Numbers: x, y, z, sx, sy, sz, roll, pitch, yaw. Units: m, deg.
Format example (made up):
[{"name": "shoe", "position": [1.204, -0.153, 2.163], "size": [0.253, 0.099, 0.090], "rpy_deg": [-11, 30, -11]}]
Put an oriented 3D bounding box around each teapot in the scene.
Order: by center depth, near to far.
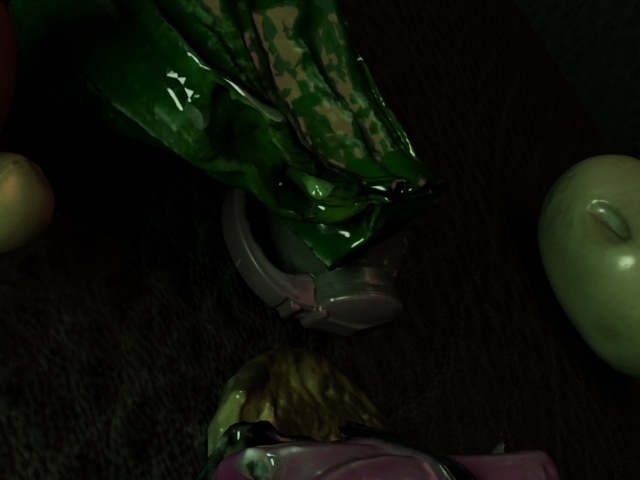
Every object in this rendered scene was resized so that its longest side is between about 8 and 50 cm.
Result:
[{"name": "teapot", "position": [0.009, -0.002, 0.757], "size": [0.148, 0.116, 0.146], "rpy_deg": [30, 47, -54]}]

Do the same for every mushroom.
[{"name": "mushroom", "position": [0.466, 0.008, 1.425], "size": [0.353, 0.353, 0.325], "rpy_deg": [45, -3, -29]}]

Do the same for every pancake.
[{"name": "pancake", "position": [0.023, 0.209, 0.637], "size": [0.288, 0.033, 0.286], "rpy_deg": [52, 27, -13]}]

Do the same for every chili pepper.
[{"name": "chili pepper", "position": [-0.086, -0.127, 0.638], "size": [0.385, 0.167, 0.213], "rpy_deg": [49, 40, -5]}]

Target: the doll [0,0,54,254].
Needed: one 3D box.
[{"name": "doll", "position": [-0.210, -0.080, 0.368], "size": [0.256, 0.152, 0.196], "rpy_deg": [7, 56, -60]}]

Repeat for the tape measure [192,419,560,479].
[{"name": "tape measure", "position": [0.031, 0.199, 0.470], "size": [0.231, 0.149, 0.245], "rpy_deg": [12, 51, -37]}]
